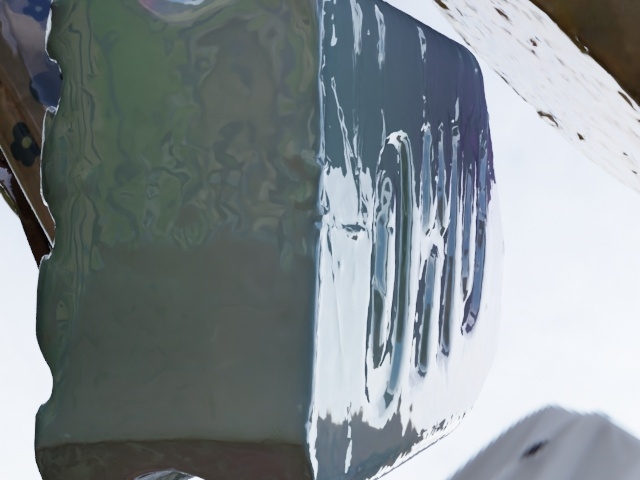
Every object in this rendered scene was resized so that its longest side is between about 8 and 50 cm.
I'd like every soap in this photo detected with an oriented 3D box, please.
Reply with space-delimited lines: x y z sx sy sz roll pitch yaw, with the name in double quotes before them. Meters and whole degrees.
"soap" 0.000 0.000 0.666 0.115 0.347 0.208 3 -89 18

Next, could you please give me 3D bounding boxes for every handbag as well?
"handbag" -0.151 -0.050 1.056 0.251 0.190 0.193 59 -34 13

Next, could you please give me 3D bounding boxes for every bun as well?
"bun" 0.209 -0.157 0.941 0.299 0.165 0.299 43 1 -1
